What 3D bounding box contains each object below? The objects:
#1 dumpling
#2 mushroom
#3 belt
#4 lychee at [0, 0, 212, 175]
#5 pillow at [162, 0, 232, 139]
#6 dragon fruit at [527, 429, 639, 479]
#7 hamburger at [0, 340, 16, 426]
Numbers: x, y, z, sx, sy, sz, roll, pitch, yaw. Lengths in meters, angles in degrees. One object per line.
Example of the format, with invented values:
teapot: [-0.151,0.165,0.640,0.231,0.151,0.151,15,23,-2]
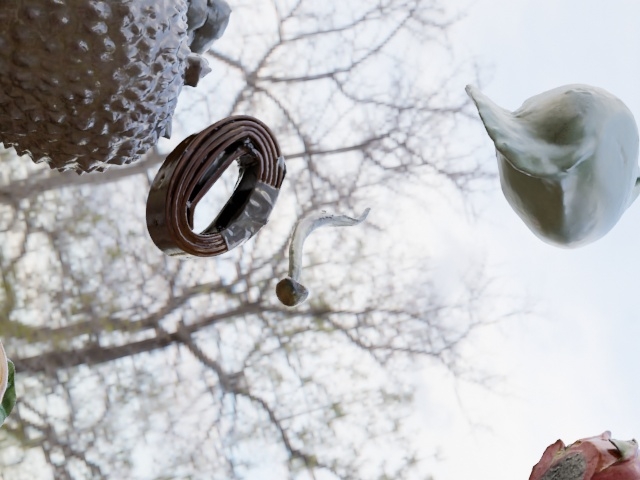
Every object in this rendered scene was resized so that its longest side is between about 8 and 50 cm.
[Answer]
dumpling: [0.342,-0.124,1.594,0.321,0.211,0.270,62,12,-55]
mushroom: [-0.002,0.001,1.545,0.043,0.306,0.068,-25,-75,28]
belt: [-0.172,-0.083,1.899,0.184,0.261,0.105,46,-26,-17]
lychee: [-0.368,-0.286,1.647,0.380,0.432,0.381,-172,-90,-76]
pillow: [-0.334,-0.357,2.239,0.101,0.228,0.326,49,-62,36]
dragon fruit: [0.445,0.439,1.859,0.291,0.189,0.291,-52,-160,28]
hamburger: [-0.529,0.198,1.507,0.246,0.246,0.170,67,-32,21]
